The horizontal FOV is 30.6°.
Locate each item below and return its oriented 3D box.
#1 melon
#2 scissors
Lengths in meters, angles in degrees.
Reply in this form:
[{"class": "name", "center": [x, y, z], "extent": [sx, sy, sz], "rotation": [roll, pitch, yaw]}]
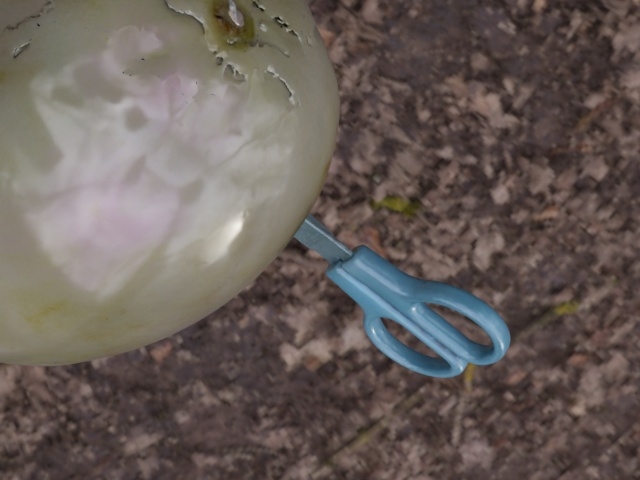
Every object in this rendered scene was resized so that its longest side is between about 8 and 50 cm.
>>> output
[{"class": "melon", "center": [-0.126, -0.050, 0.644], "extent": [0.223, 0.223, 0.317], "rotation": [16, 147, -37]}, {"class": "scissors", "center": [0.000, 0.000, 1.221], "extent": [0.447, 0.192, 0.029], "rotation": [38, 61, -13]}]
